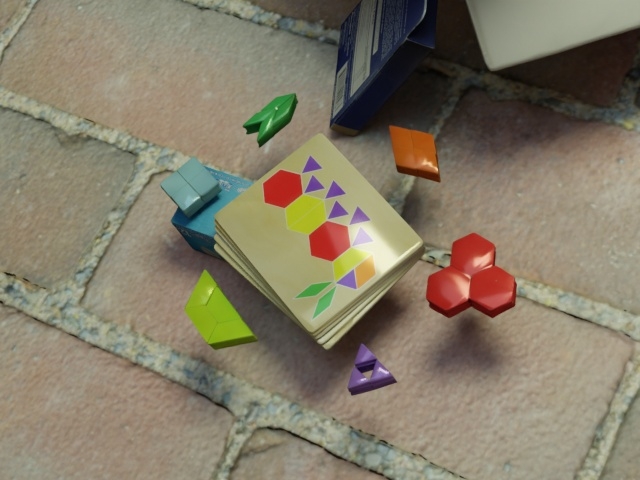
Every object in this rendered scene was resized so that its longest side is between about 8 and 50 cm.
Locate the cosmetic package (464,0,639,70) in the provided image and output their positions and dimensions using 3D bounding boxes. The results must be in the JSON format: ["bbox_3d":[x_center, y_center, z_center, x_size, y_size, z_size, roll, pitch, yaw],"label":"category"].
[{"bbox_3d":[0.347,-0.321,1.203,0.453,0.161,0.230,-17,19,9],"label":"cosmetic package"}]

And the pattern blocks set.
[{"bbox_3d":[0.000,0.000,1.200,0.285,0.026,0.325,-31,60,-1],"label":"pattern blocks set"}]

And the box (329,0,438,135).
[{"bbox_3d":[0.072,-0.214,1.270,0.037,0.225,0.136,15,63,-16],"label":"box"}]

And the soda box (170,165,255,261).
[{"bbox_3d":[-0.039,-0.002,1.267,0.210,0.067,0.071,20,71,25],"label":"soda box"}]
